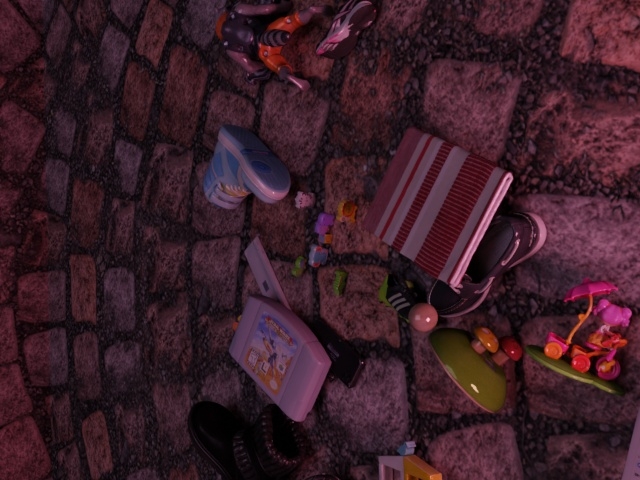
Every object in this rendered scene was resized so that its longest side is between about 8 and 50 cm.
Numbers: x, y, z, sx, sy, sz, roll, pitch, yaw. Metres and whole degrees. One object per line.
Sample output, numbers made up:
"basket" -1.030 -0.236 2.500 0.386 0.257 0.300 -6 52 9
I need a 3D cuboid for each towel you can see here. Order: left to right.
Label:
"towel" 0.217 -0.073 1.559 0.329 0.037 0.237 39 107 55

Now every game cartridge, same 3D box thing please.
"game cartridge" -0.103 0.266 1.937 0.297 0.062 0.198 38 120 38

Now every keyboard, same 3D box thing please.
"keyboard" -0.133 0.111 2.057 0.072 0.014 0.256 -53 53 41
"keyboard" 0.029 0.268 1.861 0.180 0.023 0.108 41 113 42

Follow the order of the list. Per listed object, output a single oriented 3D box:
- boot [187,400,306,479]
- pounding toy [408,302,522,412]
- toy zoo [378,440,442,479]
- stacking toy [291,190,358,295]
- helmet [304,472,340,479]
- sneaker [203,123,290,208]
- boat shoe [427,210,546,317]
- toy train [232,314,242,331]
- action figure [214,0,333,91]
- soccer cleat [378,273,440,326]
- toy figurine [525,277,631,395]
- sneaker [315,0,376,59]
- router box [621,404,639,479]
"boot" -0.186 0.482 2.018 0.348 0.131 0.260 47 131 26
"pounding toy" 0.280 0.186 1.463 0.110 0.183 0.237 -43 77 15
"toy zoo" 0.183 0.558 1.645 0.192 0.030 0.293 -3 87 62
"stacking toy" 0.000 0.000 1.870 0.167 0.052 0.221 20 105 48
"helmet" 0.000 0.610 1.781 0.169 0.169 0.161 -12 123 48
"sneaker" -0.193 -0.135 2.042 0.319 0.127 0.208 54 126 46
"boat shoe" 0.285 0.046 1.510 0.302 0.091 0.114 -52 55 36
"toy train" -0.174 0.243 2.075 0.166 0.046 0.125 -14 79 48
"action figure" -0.131 -0.535 1.936 0.330 0.178 0.341 21 108 37
"soccer cleat" 0.181 0.123 1.653 0.179 0.060 0.072 32 111 50
"toy figurine" 0.449 0.146 1.324 0.173 0.130 0.159 26 101 23
"sneaker" 0.056 -0.483 1.808 0.178 0.072 0.077 -38 50 33
"router box" 0.576 0.364 1.101 0.335 0.082 0.301 18 95 60
